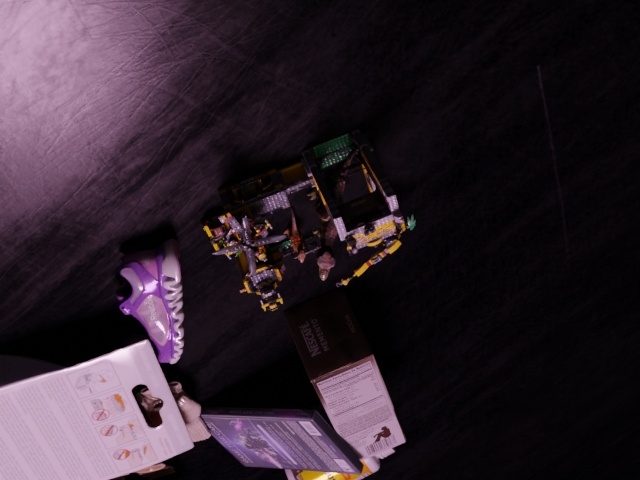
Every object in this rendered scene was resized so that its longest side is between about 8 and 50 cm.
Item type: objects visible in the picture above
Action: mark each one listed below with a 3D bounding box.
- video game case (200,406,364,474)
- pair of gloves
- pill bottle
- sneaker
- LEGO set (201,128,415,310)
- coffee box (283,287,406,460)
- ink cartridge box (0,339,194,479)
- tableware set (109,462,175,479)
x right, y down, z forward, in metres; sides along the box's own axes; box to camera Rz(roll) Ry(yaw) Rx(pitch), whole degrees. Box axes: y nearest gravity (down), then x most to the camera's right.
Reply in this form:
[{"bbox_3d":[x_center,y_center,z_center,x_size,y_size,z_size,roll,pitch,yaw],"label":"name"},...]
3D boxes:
[{"bbox_3d":[-0.080,0.371,1.772,0.274,0.026,0.196,-4,138,34],"label":"video game case"},{"bbox_3d":[-0.329,0.337,1.724,0.240,0.042,0.204,-13,139,-1],"label":"pair of gloves"},{"bbox_3d":[0.040,0.445,1.956,0.215,0.117,0.117,-30,136,5],"label":"pill bottle"},{"bbox_3d":[-0.269,0.100,1.516,0.104,0.095,0.236,-5,129,-10],"label":"sneaker"},{"bbox_3d":[0.000,0.000,1.454,0.331,0.192,0.255,-16,136,-8],"label":"LEGO set"},{"bbox_3d":[0.048,0.250,1.736,0.118,0.168,0.297,-23,136,-1],"label":"coffee box"},{"bbox_3d":[-0.440,0.299,1.618,0.385,0.091,0.308,-18,133,-6],"label":"ink cartridge box"},{"bbox_3d":[-0.356,0.449,1.827,0.141,0.020,0.169,-13,157,-5],"label":"tableware set"}]
